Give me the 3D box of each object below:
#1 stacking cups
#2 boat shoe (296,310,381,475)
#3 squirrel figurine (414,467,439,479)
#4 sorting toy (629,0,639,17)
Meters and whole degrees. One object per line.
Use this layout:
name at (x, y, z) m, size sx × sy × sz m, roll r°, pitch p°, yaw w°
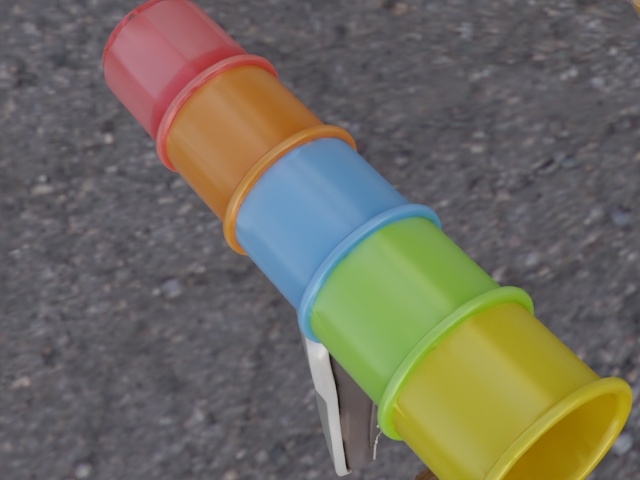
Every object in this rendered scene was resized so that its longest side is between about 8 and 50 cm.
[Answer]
stacking cups at (0.000, 0.000, 0.768) m, size 0.316 × 0.096 × 0.096 m, roll 44°, pitch 110°, yaw 27°
boat shoe at (0.040, 0.139, 1.641) m, size 0.096 × 0.324 × 0.117 m, roll -14°, pitch 55°, yaw -2°
squirrel figurine at (0.097, 0.324, 0.919) m, size 0.397 × 0.281 × 0.370 m, roll 33°, pitch 66°, yaw 27°
sorting toy at (0.296, -0.054, 1.158) m, size 0.047 × 0.348 × 0.196 m, roll -36°, pitch 128°, yaw 10°
